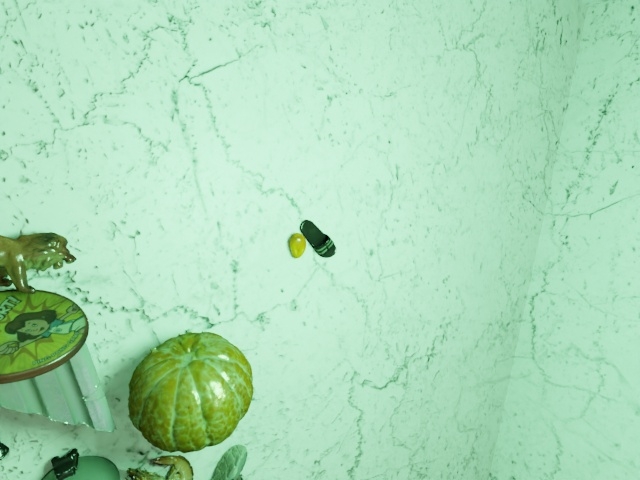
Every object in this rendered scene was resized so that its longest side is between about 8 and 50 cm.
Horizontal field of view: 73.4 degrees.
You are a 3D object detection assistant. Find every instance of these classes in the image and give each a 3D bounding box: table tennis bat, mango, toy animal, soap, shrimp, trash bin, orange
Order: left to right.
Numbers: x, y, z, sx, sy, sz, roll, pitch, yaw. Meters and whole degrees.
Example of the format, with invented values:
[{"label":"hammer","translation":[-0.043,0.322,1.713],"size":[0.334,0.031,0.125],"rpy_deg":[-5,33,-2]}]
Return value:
[{"label":"table tennis bat","translation":[-0.730,0.192,0.934],"size":[0.415,0.268,0.051],"rpy_deg":[10,121,-8]},{"label":"toy animal","translation":[-0.744,0.026,0.991],"size":[0.312,0.097,0.157],"rpy_deg":[23,74,-32]},{"label":"soap","translation":[-0.675,0.381,1.037],"size":[0.258,0.159,0.302],"rpy_deg":[-22,106,-33]},{"label":"trash bin","translation":[-0.599,0.712,1.075],"size":[0.217,0.262,0.277],"rpy_deg":[-20,108,-29]},{"label":"shrimp","translation":[-0.473,0.701,1.282],"size":[0.133,0.053,0.236],"rpy_deg":[-53,124,-13]},{"label":"orange","translation":[-0.346,0.396,1.157],"size":[0.329,0.329,0.249],"rpy_deg":[-20,124,-29]},{"label":"mango","translation":[-0.077,0.018,1.444],"size":[0.060,0.046,0.089],"rpy_deg":[-4,112,-31]}]

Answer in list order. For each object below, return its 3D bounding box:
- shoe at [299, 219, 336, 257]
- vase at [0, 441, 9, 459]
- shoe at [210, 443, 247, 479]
[{"label":"shoe","translation":[0.000,0.000,1.487],"size":[0.071,0.049,0.179],"rpy_deg":[-51,120,-15]},{"label":"vase","translation":[-0.812,0.455,1.021],"size":[0.059,0.059,0.167],"rpy_deg":[-27,111,-27]},{"label":"shoe","translation":[-0.283,0.782,1.387],"size":[0.125,0.099,0.227],"rpy_deg":[36,82,-24]}]
